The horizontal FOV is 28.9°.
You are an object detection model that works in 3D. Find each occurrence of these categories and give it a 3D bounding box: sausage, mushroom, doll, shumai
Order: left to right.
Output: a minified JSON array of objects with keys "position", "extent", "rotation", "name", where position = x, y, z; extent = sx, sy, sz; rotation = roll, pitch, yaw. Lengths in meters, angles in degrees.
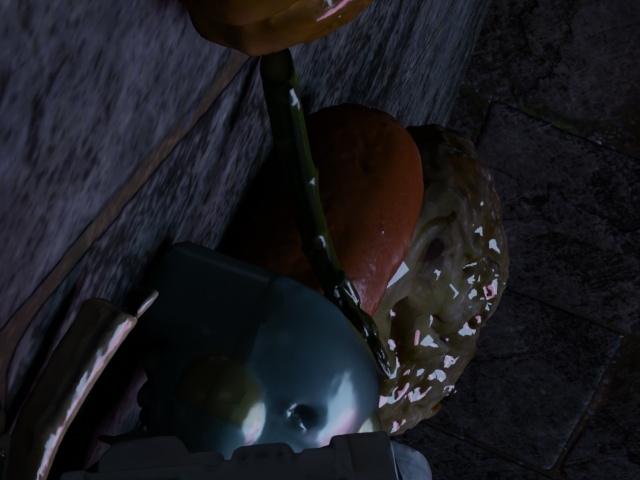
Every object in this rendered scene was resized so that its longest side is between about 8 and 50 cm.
[{"position":[-0.130,0.102,0.592],"extent":[0.061,0.060,0.187],"rotation":[68,40,-73],"name":"mushroom"},{"position":[-0.070,0.156,0.748],"extent":[0.177,0.161,0.261],"rotation":[83,32,-61],"name":"doll"},{"position":[0.003,0.001,0.975],"extent":[0.133,0.133,0.258],"rotation":[102,13,-56],"name":"sausage"},{"position":[0.060,0.053,1.198],"extent":[0.346,0.217,0.283],"rotation":[-66,174,8],"name":"shumai"}]

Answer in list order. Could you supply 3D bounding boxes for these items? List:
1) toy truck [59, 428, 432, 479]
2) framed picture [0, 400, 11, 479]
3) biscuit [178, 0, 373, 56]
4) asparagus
[{"position":[-0.056,0.251,0.555],"extent":[0.387,0.207,0.173],"rotation":[97,-11,-45],"name":"toy truck"},{"position":[-0.189,0.227,0.444],"extent":[0.231,0.018,0.293],"rotation":[-35,138,-68],"name":"framed picture"},{"position":[0.026,-0.233,0.545],"extent":[0.326,0.107,0.326],"rotation":[19,90,-83],"name":"biscuit"},{"position":[-0.002,-0.017,0.805],"extent":[0.027,0.034,0.236],"rotation":[-44,117,-73],"name":"asparagus"}]
